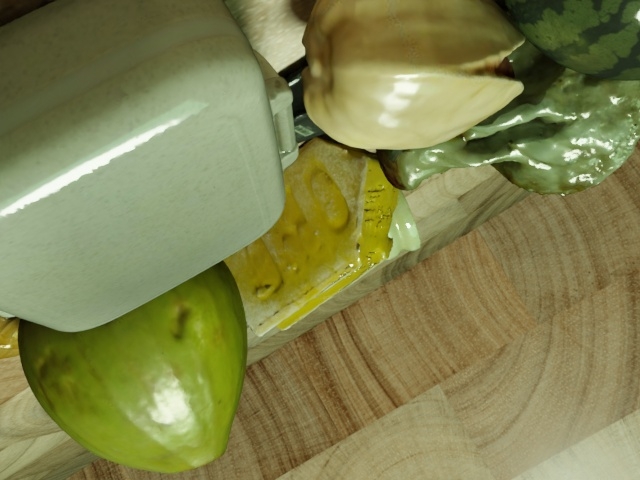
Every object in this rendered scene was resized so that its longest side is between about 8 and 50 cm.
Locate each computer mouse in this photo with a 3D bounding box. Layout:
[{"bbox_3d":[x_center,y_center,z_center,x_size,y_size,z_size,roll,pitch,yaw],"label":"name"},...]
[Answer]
[{"bbox_3d":[-0.003,-0.135,0.812,0.172,0.057,0.099,-21,173,14],"label":"computer mouse"}]

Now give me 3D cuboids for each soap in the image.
[{"bbox_3d":[-0.011,-0.015,1.035,0.257,0.160,0.080,-38,165,30],"label":"soap"}]

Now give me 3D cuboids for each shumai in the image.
[{"bbox_3d":[0.183,-0.136,0.891,0.204,0.222,0.272,-17,172,-36],"label":"shumai"}]

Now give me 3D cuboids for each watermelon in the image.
[{"bbox_3d":[0.235,-0.223,0.648,0.212,0.212,0.212,-29,169,-6],"label":"watermelon"}]

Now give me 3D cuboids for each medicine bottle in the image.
[{"bbox_3d":[-0.153,-0.042,0.643,0.282,0.123,0.375,-28,168,-5],"label":"medicine bottle"}]

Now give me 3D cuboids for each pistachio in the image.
[{"bbox_3d":[0.080,-0.147,0.690,0.229,0.157,0.157,-12,159,-46],"label":"pistachio"}]

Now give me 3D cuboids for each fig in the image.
[{"bbox_3d":[-0.179,0.122,0.921,0.239,0.271,0.239,-31,-173,4],"label":"fig"}]

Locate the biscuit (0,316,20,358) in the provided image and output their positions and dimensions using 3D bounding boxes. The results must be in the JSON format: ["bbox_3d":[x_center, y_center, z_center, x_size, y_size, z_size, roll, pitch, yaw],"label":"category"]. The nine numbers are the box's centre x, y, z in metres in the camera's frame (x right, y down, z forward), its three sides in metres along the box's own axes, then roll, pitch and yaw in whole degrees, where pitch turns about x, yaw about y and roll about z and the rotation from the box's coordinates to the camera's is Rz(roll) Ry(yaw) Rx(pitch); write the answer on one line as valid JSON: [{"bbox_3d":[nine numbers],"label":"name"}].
[{"bbox_3d":[-0.339,0.102,1.031,0.144,0.033,0.224,-35,167,22],"label":"biscuit"}]

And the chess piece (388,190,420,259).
[{"bbox_3d":[0.000,0.000,1.225,0.251,0.144,0.144,-25,169,-2],"label":"chess piece"}]
